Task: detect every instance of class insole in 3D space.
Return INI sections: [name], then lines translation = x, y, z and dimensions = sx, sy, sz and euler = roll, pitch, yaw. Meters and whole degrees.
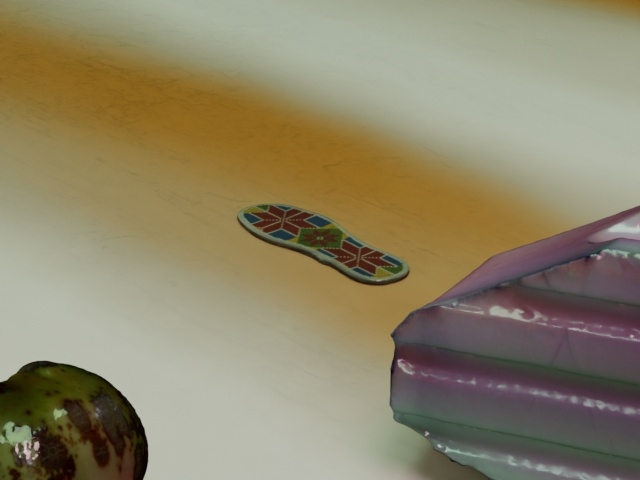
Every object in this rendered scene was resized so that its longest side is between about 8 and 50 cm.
[insole]
translation = 0.000, 0.000, 1.431
dimensions = 0.065, 0.006, 0.193
euler = -21, 31, -35

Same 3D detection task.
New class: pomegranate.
[pomegranate]
translation = -0.152, 0.141, 1.003
dimensions = 0.163, 0.125, 0.138
euler = 16, 18, 30

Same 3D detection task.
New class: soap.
[soap]
translation = 0.209, 0.079, 1.040
dimensions = 0.324, 0.192, 0.109
euler = 9, 25, 22
